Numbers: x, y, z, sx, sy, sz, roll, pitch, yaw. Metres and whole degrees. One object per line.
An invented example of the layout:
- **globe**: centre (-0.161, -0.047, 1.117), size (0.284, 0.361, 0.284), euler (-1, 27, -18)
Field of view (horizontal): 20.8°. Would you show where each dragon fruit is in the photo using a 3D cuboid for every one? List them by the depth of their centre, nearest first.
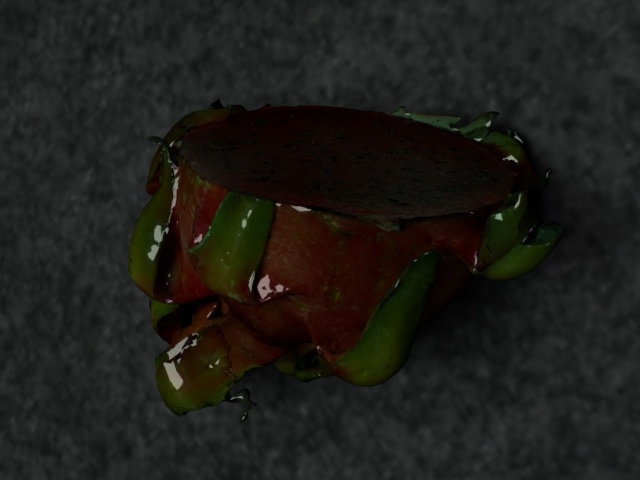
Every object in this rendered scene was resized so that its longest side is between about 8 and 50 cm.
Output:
- **dragon fruit**: centre (0.000, 0.000, 0.624), size (0.175, 0.138, 0.142), euler (-62, 36, 40)
